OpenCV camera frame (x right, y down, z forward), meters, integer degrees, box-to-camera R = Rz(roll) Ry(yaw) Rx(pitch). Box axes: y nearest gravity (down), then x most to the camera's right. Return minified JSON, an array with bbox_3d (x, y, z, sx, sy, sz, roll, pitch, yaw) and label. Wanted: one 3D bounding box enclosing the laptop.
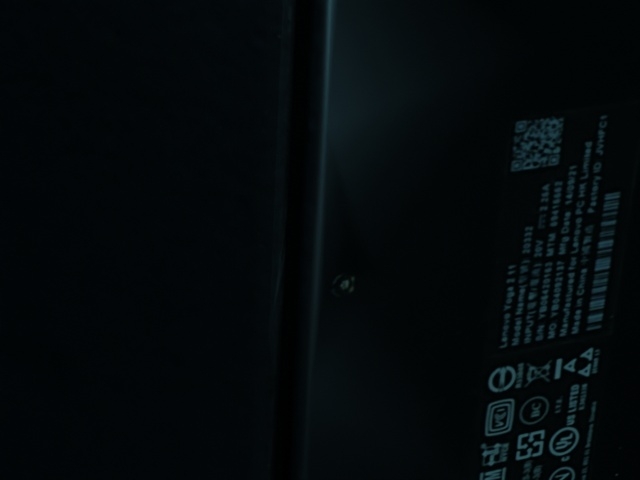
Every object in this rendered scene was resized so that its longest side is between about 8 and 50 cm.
[{"bbox_3d":[0.000,0.000,0.486,0.407,0.236,0.382,-9,122,-21],"label":"laptop"}]
